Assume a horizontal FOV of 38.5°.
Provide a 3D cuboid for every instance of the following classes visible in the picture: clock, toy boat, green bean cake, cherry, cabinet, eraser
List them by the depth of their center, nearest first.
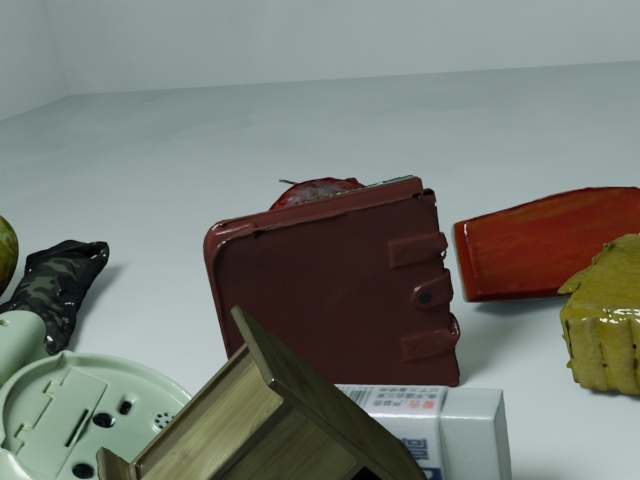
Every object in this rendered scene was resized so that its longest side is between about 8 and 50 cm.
[{"bbox_3d":[-0.037,0.201,0.729,0.175,0.215,0.148,-46,23,2],"label":"cabinet"},{"bbox_3d":[-0.215,0.211,0.872,0.324,0.108,0.265,23,25,-6],"label":"clock"},{"bbox_3d":[0.073,0.203,0.883,0.210,0.124,0.068,-2,21,21],"label":"eraser"},{"bbox_3d":[0.403,0.084,1.030,0.224,0.131,0.230,3,27,38],"label":"green bean cake"},{"bbox_3d":[0.350,0.005,1.271,0.332,0.145,0.133,-10,-7,-1],"label":"toy boat"},{"bbox_3d":[0.000,0.000,1.378,0.192,0.175,0.249,10,26,8],"label":"cherry"}]

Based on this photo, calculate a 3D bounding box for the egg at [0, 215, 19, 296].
[{"bbox_3d":[-0.630,0.045,1.483,0.290,0.238,0.238,-22,23,-39],"label":"egg"}]

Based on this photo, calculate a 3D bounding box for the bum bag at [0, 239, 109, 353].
[{"bbox_3d":[-0.441,0.091,1.479,0.144,0.095,0.340,-7,28,4],"label":"bum bag"}]

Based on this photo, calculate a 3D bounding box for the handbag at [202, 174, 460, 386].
[{"bbox_3d":[0.018,0.074,1.060,0.276,0.259,0.084,-12,18,-7],"label":"handbag"}]
